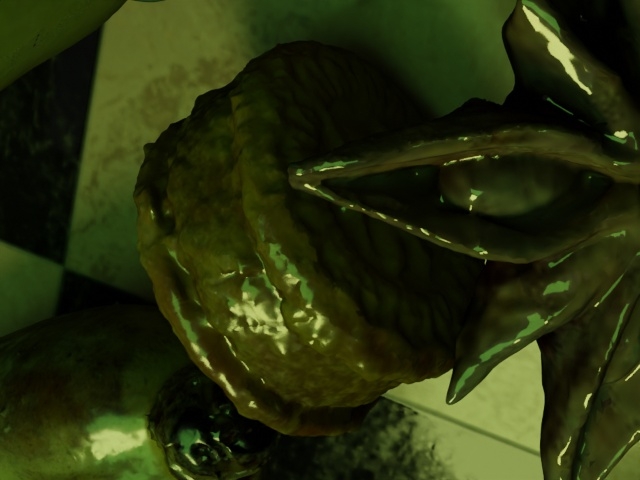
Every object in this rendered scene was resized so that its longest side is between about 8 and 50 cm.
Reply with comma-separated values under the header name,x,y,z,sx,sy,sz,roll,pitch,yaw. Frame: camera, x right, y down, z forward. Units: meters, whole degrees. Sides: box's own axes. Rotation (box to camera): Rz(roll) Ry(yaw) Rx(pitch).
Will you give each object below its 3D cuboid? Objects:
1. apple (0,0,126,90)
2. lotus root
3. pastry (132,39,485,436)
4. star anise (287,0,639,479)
name,x,y,z,sx,sy,sz,roll,pitch,yaw
apple,-0.226,-0.213,0.619,0.357,0.357,0.357,8,114,18
lotus root,-0.129,0.129,0.837,0.309,0.173,0.173,-19,104,39
pastry,0.000,0.000,0.732,0.103,0.189,0.188,-29,98,33
star anise,0.145,-0.045,0.679,0.349,0.292,0.109,49,166,-24
